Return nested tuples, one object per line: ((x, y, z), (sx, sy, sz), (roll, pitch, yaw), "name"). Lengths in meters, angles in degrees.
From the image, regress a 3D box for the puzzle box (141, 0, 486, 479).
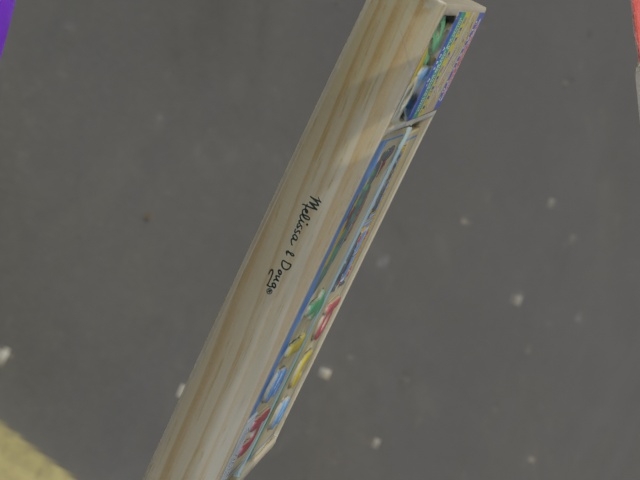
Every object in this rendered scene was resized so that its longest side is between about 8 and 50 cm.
((0.000, 0.000, 1.222), (0.409, 0.052, 0.272), (-64, 174, 12), "puzzle box")

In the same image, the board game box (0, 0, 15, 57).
((-0.351, -0.039, 0.516), (0.356, 0.356, 0.356), (72, 24, -63), "board game box")

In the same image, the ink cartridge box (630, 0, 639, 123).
((0.299, -0.109, 0.941), (0.275, 0.060, 0.239), (-9, 94, -29), "ink cartridge box")
